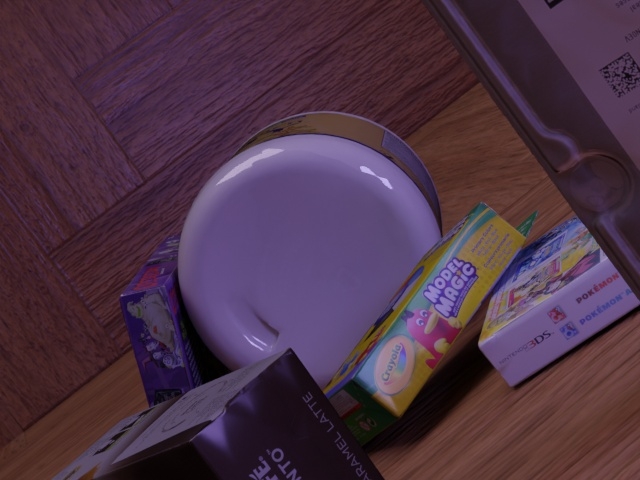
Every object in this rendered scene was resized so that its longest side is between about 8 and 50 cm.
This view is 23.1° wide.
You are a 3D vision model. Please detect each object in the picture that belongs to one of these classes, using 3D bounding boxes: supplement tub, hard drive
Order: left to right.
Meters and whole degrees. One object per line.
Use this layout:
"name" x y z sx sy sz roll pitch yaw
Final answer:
"supplement tub" 0.000 0.000 1.529 0.241 0.241 0.331 -36 6 9
"hard drive" 0.201 -0.116 0.810 0.237 0.339 0.064 -32 9 29

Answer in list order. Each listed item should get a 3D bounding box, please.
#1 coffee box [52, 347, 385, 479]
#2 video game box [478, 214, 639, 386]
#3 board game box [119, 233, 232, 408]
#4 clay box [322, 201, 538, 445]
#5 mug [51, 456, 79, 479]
"coffee box" -0.072 0.178 1.052 0.098 0.141 0.246 -40 6 -35
"video game box" 0.211 0.012 1.164 0.187 0.048 0.205 -33 7 18
"board game box" -0.126 0.115 1.527 0.056 0.208 0.347 -9 8 3
"clay box" 0.081 0.060 1.241 0.222 0.053 0.127 -53 2 -29
"mug" -0.198 0.249 1.435 0.129 0.097 0.157 -40 6 -27
